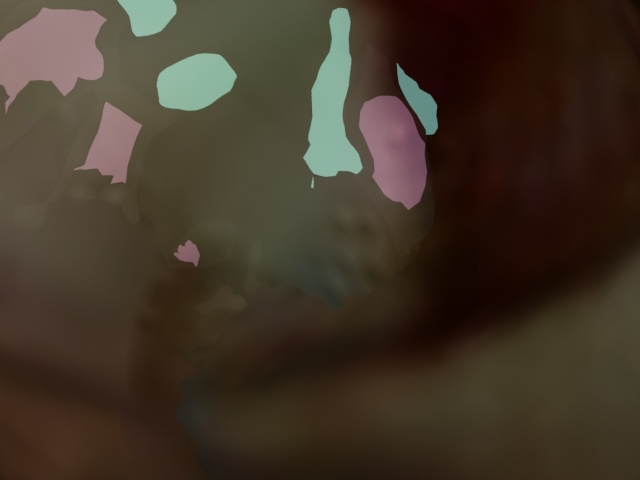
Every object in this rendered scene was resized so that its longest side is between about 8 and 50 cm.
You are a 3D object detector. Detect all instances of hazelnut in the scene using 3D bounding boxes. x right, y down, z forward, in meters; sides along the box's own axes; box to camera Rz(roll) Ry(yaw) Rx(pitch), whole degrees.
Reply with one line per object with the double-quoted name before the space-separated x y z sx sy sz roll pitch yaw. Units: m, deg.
"hazelnut" 0.000 0.000 0.469 0.261 0.261 0.241 -33 25 19
